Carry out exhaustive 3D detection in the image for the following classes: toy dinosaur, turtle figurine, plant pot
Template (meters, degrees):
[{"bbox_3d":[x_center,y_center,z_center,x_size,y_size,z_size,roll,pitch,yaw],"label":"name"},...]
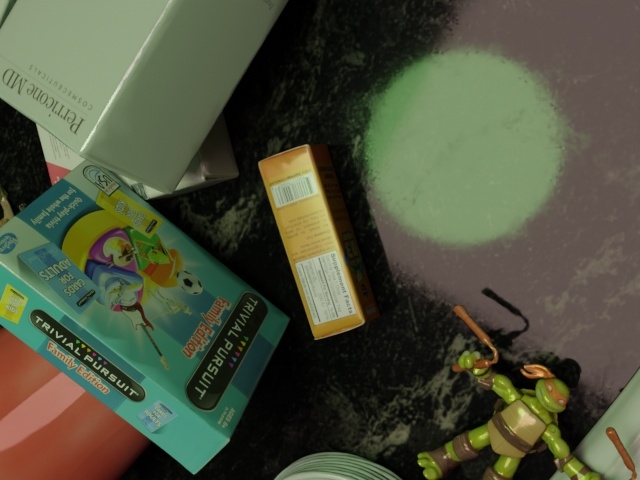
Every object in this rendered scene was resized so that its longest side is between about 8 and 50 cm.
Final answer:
[{"bbox_3d":[-0.467,0.007,1.349,0.093,0.053,0.183,9,91,38],"label":"toy dinosaur"},{"bbox_3d":[0.213,0.216,1.053,0.269,0.087,0.217,44,117,9],"label":"turtle figurine"},{"bbox_3d":[-0.307,0.186,1.193,0.243,0.275,0.275,-39,80,12],"label":"plant pot"}]

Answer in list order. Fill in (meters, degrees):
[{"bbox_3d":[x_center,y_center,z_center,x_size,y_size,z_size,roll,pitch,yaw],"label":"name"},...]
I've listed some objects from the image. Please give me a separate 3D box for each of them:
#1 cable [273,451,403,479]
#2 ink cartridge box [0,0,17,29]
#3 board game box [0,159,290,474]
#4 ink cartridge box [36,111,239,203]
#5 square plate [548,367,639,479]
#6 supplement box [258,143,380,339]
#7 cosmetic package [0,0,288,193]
[{"bbox_3d":[0.024,0.405,1.150,0.257,0.089,0.257,28,105,18],"label":"cable"},{"bbox_3d":[-0.471,-0.339,1.168,0.270,0.197,0.198,16,77,8],"label":"ink cartridge box"},{"bbox_3d":[-0.216,0.076,1.071,0.336,0.253,0.079,39,120,-7],"label":"board game box"},{"bbox_3d":[-0.247,-0.134,1.204,0.237,0.100,0.171,-15,90,24],"label":"ink cartridge box"},{"bbox_3d":[0.466,0.276,0.972,0.344,0.049,0.347,37,108,16],"label":"square plate"},{"bbox_3d":[0.000,0.000,1.127,0.080,0.078,0.233,-16,89,21],"label":"supplement box"},{"bbox_3d":[-0.174,-0.311,1.037,0.230,0.161,0.453,33,94,31],"label":"cosmetic package"}]
